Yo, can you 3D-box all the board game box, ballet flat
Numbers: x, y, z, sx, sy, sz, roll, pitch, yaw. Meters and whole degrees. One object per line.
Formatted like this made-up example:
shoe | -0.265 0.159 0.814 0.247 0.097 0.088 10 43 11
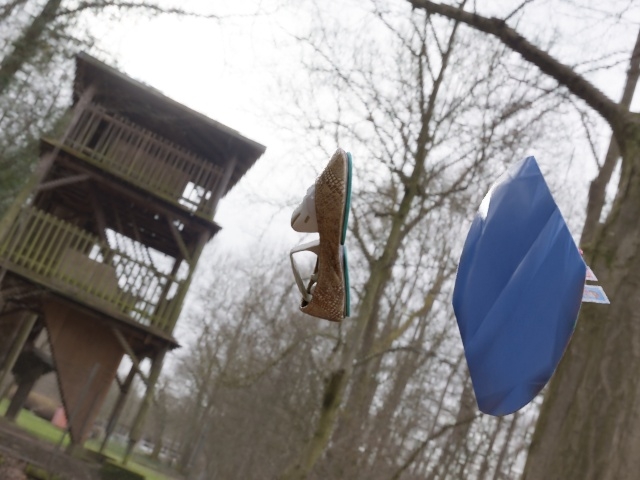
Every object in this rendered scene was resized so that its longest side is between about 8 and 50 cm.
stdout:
board game box | 0.135 0.032 0.506 0.033 0.169 0.133 12 -53 -13
ballet flat | 0.000 0.000 0.839 0.067 0.206 0.073 0 26 0
